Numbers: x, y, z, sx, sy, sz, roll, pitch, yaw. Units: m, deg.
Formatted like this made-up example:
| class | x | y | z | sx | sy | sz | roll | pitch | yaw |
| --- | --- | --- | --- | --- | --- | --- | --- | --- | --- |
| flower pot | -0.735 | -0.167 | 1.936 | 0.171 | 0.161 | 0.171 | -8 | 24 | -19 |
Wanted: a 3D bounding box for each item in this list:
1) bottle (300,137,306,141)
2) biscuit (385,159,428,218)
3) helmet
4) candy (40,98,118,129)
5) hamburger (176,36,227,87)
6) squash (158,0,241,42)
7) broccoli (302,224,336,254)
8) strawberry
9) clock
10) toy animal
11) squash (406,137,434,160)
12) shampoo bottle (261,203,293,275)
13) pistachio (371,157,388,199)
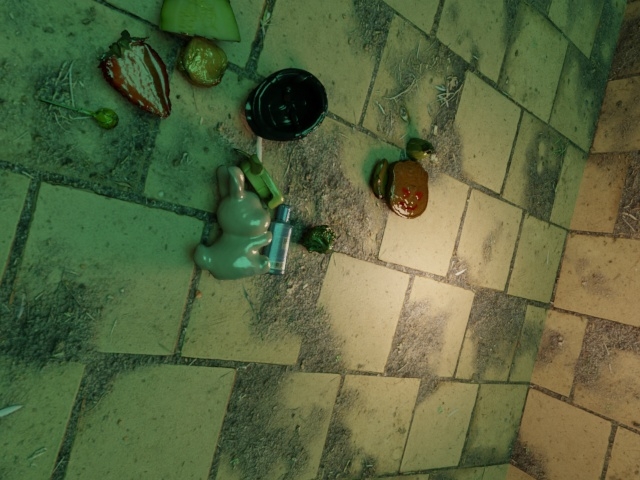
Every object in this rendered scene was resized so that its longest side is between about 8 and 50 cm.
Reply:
| class | x | y | z | sx | sy | sz | roll | pitch | yaw |
| --- | --- | --- | --- | --- | --- | --- | --- | --- | --- |
| bottle | -0.044 | -0.469 | 1.542 | 0.060 | 0.060 | 0.217 | 13 | 92 | -33 |
| biscuit | 0.390 | -0.223 | 1.842 | 0.272 | 0.049 | 0.258 | 2 | 95 | -42 |
| helmet | -0.110 | -0.442 | 1.438 | 0.278 | 0.160 | 0.231 | -24 | 93 | 2 |
| candy | -0.668 | -0.359 | 1.173 | 0.193 | 0.058 | 0.062 | 11 | 51 | -25 |
| hamburger | -0.367 | -0.550 | 1.309 | 0.147 | 0.083 | 0.138 | 20 | 82 | -35 |
| squash | -0.366 | -0.693 | 1.248 | 0.236 | 0.204 | 0.155 | -3 | 122 | -31 |
| broccoli | 0.000 | 0.000 | 1.605 | 0.130 | 0.120 | 0.131 | -40 | 152 | 0 |
| strawberry | -0.512 | -0.472 | 1.221 | 0.228 | 0.098 | 0.174 | 43 | 75 | -33 |
| clock | -0.211 | -0.220 | 1.416 | 0.069 | 0.170 | 0.232 | -34 | 109 | -1 |
| toy animal | -0.284 | -0.057 | 1.373 | 0.241 | 0.196 | 0.368 | 1 | 99 | -31 |
| squash | 0.453 | -0.397 | 1.823 | 0.105 | 0.132 | 0.105 | -5 | 101 | -30 |
| shampoo bottle | -0.154 | -0.005 | 1.539 | 0.103 | 0.061 | 0.259 | 11 | 92 | -32 |
| pistachio | 0.244 | -0.257 | 1.762 | 0.089 | 0.049 | 0.173 | -1 | 97 | -57 |
